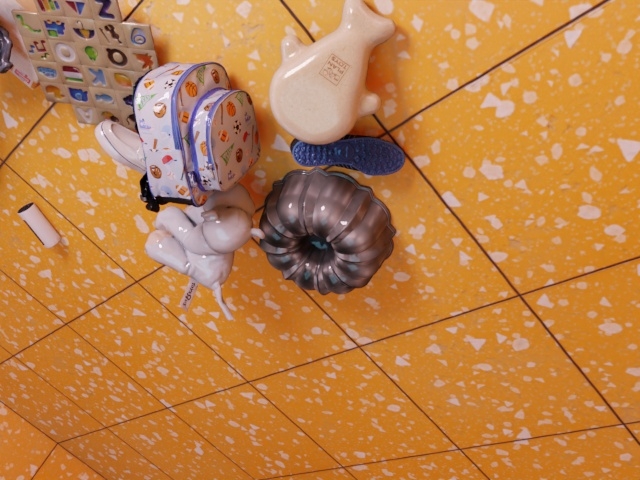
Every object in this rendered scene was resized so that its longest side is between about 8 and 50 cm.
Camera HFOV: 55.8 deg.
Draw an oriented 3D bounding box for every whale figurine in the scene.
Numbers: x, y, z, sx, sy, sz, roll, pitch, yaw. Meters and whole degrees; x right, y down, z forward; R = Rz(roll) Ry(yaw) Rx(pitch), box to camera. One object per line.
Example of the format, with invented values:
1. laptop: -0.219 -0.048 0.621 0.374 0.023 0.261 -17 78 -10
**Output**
1. whale figurine: 0.024 -0.311 1.120 0.216 0.141 0.272 33 111 -5

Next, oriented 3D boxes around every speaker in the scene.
1. speaker: -0.825 -0.045 1.775 0.055 0.055 0.136 -6 127 29

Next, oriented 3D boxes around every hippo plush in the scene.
1. hippo plush: -0.265 -0.017 1.381 0.234 0.294 0.236 15 142 -19

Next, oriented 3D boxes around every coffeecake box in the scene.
1. coffeecake box: -0.640 -0.446 1.319 0.142 0.068 0.185 42 133 -16

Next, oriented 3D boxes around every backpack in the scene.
1. backpack: -0.253 -0.225 1.221 0.213 0.276 0.263 -3 122 20

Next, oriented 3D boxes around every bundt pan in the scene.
1. bundt pan: 0.000 0.000 1.394 0.331 0.124 0.330 13 133 14

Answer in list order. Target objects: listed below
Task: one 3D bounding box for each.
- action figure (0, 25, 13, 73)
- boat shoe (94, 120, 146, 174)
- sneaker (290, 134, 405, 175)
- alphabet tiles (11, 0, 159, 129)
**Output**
1. action figure: -0.761 -0.504 1.191 0.341 0.178 0.330 43 123 7
2. boat shoe: -0.391 -0.197 1.408 0.267 0.096 0.088 41 124 -22
3. sneaker: 0.054 -0.186 1.238 0.232 0.090 0.081 6 114 -8
4. alphabet tiles: -0.481 -0.374 1.290 0.285 0.011 0.342 7 142 3
